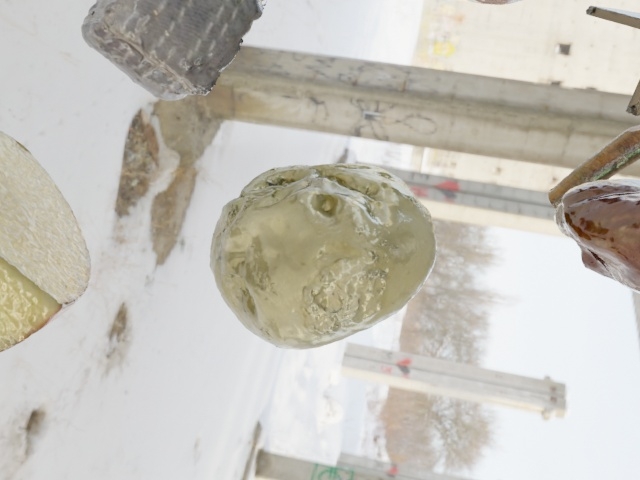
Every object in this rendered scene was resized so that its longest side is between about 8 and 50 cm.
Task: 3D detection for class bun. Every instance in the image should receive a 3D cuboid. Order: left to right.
[{"bbox_3d":[0.000,0.000,0.991,0.326,0.362,0.235,-35,114,-31],"label":"bun"}]

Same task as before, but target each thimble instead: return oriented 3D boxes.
[{"bbox_3d":[-0.197,-0.318,0.913,0.172,0.205,0.236,37,52,-29],"label":"thimble"}]

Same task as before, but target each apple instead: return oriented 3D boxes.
[{"bbox_3d":[-0.444,-0.013,0.808,0.309,0.314,0.252,-128,-138,-65],"label":"apple"}]

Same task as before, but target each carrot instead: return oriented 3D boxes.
[{"bbox_3d":[0.615,-0.158,1.451,0.260,0.070,0.070,-40,-172,22],"label":"carrot"}]

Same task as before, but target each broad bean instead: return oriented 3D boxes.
[{"bbox_3d":[0.361,-0.004,0.752,0.228,0.156,0.122,-151,-121,-68],"label":"broad bean"}]

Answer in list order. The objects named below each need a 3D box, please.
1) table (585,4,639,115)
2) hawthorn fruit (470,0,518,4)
[{"bbox_3d":[0.342,-0.180,0.588,0.226,0.167,0.167,-14,119,-44],"label":"table"},{"bbox_3d":[0.296,-0.467,1.036,0.189,0.251,0.190,-26,130,-35],"label":"hawthorn fruit"}]
